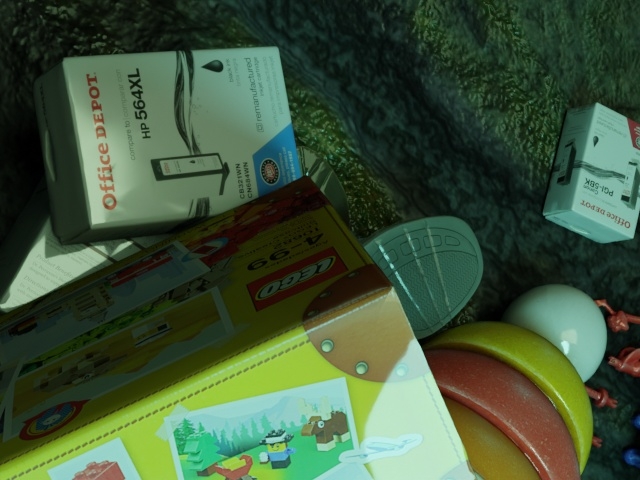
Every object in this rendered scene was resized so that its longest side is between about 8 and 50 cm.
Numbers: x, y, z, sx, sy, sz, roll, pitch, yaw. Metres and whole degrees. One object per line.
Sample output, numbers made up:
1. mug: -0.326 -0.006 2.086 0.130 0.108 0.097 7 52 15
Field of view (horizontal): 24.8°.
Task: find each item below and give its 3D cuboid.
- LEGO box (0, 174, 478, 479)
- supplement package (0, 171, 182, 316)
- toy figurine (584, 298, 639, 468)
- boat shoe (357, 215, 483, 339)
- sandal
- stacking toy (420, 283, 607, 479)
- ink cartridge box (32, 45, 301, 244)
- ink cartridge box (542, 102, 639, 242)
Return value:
1. LEGO box: -0.172 0.170 1.070 0.500 0.372 0.193 -25 106 -3
2. supplement package: -0.199 -0.004 1.337 0.134 0.139 0.244 34 70 -20
3. toy figurine: 0.389 0.240 1.595 0.191 0.217 0.362 28 72 -24
4. boat shoe: 0.023 0.064 1.442 0.320 0.103 0.118 -30 107 -27
5. sandal: 0.000 0.000 1.497 0.090 0.060 0.219 -42 120 -15
6. stacking toy: 0.156 0.201 1.474 0.350 0.351 0.480 58 44 -12
7. ink cartridge box: -0.130 -0.084 1.257 0.203 0.086 0.148 -8 86 -29
8. ink cartridge box: 0.323 -0.076 1.678 0.099 0.056 0.135 22 75 -26
